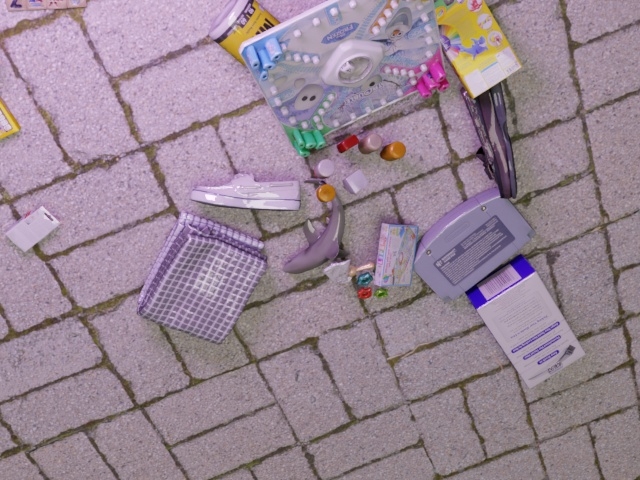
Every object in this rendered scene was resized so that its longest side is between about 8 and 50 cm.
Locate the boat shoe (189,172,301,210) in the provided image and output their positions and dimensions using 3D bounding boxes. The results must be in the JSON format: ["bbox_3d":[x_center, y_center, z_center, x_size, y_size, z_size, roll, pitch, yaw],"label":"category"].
[{"bbox_3d":[-0.172,-0.116,1.801,0.257,0.095,0.084,4,89,-15],"label":"boat shoe"}]

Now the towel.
[{"bbox_3d":[-0.283,0.099,1.867,0.234,0.121,0.284,24,111,-21],"label":"towel"}]

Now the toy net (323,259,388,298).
[{"bbox_3d":[0.094,0.086,1.940,0.232,0.045,0.122,10,130,-33],"label":"toy net"}]

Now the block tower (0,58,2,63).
[{"bbox_3d":[-0.730,-0.484,1.475,0.090,0.097,0.336,-30,119,-25],"label":"block tower"}]

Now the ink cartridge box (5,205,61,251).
[{"bbox_3d":[-0.660,-0.032,1.784,0.115,0.029,0.063,-36,117,8],"label":"ink cartridge box"}]

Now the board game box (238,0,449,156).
[{"bbox_3d":[0.072,-0.355,1.609,0.389,0.050,0.390,-25,153,3],"label":"board game box"}]

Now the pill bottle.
[{"bbox_3d":[-0.120,-0.410,1.627,0.208,0.119,0.119,36,107,-25],"label":"pill bottle"}]

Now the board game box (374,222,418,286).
[{"bbox_3d":[0.189,0.036,1.920,0.103,0.026,0.154,2,99,-37],"label":"board game box"}]

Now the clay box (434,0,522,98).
[{"bbox_3d":[0.329,-0.439,1.700,0.127,0.053,0.222,-32,97,7],"label":"clay box"}]

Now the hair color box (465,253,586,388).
[{"bbox_3d":[0.553,0.222,2.087,0.185,0.110,0.339,-33,116,7],"label":"hair color box"}]

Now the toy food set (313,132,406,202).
[{"bbox_3d":[0.070,-0.173,1.772,0.232,0.104,0.111,-36,96,-11],"label":"toy food set"}]

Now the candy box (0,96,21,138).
[{"bbox_3d":[-0.734,-0.300,1.629,0.105,0.027,0.206,-23,119,5],"label":"candy box"}]

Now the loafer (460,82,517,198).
[{"bbox_3d":[0.401,-0.237,1.832,0.095,0.109,0.303,-9,114,15],"label":"loafer"}]

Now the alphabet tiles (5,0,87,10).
[{"bbox_3d":[-0.597,-0.555,1.528,0.237,0.009,0.198,-5,119,-7],"label":"alphabet tiles"}]

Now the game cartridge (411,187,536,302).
[{"bbox_3d":[0.378,0.008,1.974,0.297,0.062,0.198,-39,113,11],"label":"game cartridge"}]

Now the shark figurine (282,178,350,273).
[{"bbox_3d":[0.022,-0.018,1.865,0.166,0.116,0.278,8,118,-15],"label":"shark figurine"}]
